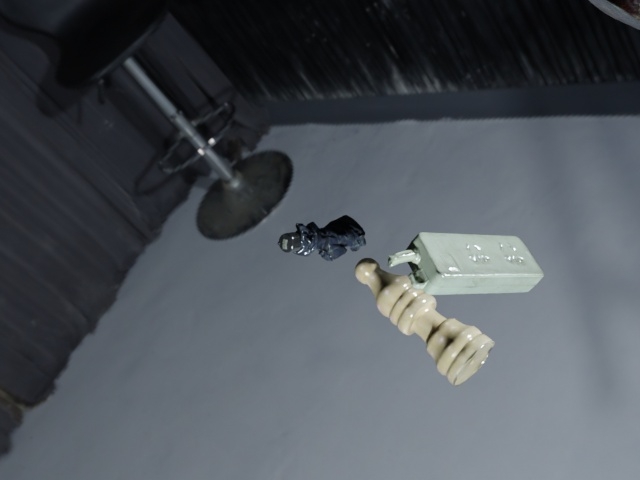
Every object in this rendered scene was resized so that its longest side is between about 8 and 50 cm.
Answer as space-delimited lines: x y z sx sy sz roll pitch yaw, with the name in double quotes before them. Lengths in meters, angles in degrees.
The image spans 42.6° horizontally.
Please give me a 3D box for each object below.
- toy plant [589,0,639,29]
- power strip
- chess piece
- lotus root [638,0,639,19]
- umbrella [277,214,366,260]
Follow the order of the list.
"toy plant" 0.447 -0.396 1.054 0.235 0.176 0.218 -56 32 15
"power strip" 0.225 0.037 1.289 0.053 0.288 0.093 -55 48 38
"chess piece" 0.182 0.138 1.585 0.307 0.139 0.124 41 122 23
"lotus root" 0.364 -0.173 0.682 0.210 0.120 0.120 34 77 27
"umbrella" 0.000 0.003 1.566 0.080 0.224 0.071 45 117 24
